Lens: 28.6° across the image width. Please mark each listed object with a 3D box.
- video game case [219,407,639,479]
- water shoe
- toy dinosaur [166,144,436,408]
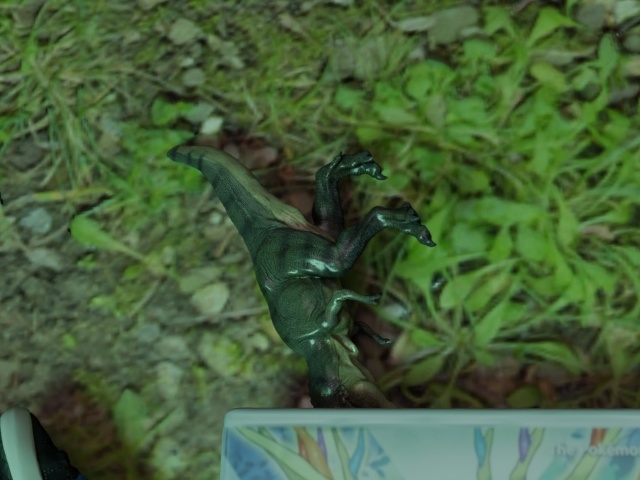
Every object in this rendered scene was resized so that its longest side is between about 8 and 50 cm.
[{"bbox_3d":[0.101,0.237,0.654,0.329,0.036,0.300,-2,71,12],"label":"video game case"},{"bbox_3d":[-0.132,0.183,0.743,0.080,0.073,0.203,-15,58,-26],"label":"water shoe"},{"bbox_3d":[0.000,0.000,0.795,0.118,0.064,0.268,-34,59,3],"label":"toy dinosaur"}]
